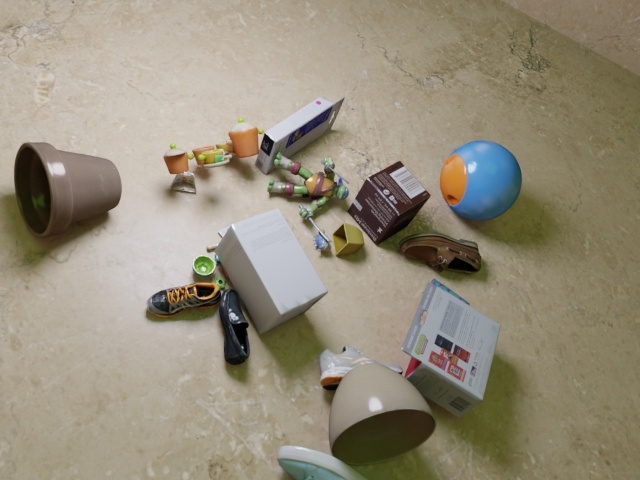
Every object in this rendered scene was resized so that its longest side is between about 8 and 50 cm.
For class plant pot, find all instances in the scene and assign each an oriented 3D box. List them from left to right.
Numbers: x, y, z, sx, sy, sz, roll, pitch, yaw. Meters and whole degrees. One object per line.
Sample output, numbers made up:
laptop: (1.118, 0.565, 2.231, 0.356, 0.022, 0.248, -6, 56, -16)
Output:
plant pot: (-0.705, -0.150, 1.627, 0.229, 0.263, 0.263, -13, 63, -47)
plant pot: (0.098, -0.001, 1.901, 0.083, 0.081, 0.082, 7, 57, -30)
plant pot: (0.144, 0.445, 1.537, 0.283, 0.284, 0.191, 2, 42, -18)

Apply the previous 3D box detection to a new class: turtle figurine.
turtle figurine: (-0.036, -0.181, 1.882, 0.266, 0.198, 0.275, 17, 42, 0)

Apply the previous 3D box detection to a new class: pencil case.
pencil case: (0.419, 0.194, 1.899, 0.151, 0.064, 0.070, 35, 39, 4)

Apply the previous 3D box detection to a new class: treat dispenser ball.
treat dispenser ball: (0.578, -0.216, 2.074, 0.288, 0.288, 0.288, 9, 57, -14)

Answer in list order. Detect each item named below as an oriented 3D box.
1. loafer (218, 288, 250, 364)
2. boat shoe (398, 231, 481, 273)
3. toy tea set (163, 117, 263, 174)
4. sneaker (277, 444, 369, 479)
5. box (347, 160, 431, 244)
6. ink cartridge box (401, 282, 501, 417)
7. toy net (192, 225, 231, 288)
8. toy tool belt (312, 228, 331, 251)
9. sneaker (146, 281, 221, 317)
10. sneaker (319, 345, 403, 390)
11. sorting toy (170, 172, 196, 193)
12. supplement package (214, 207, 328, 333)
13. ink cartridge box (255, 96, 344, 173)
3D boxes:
loafer: (-0.236, 0.238, 1.619, 0.076, 0.078, 0.223, 24, 47, -49)
boat shoe: (0.419, 0.048, 1.962, 0.307, 0.111, 0.105, 5, 57, -16)
toy tea set: (-0.340, -0.306, 1.809, 0.336, 0.199, 0.124, -31, 117, -50)
sneaker: (0.037, 0.652, 1.435, 0.365, 0.135, 0.150, 29, 51, 1)
box: (0.230, -0.126, 1.946, 0.167, 0.203, 0.168, -31, 73, -32)
ink cartridge box: (0.375, 0.321, 1.739, 0.271, 0.130, 0.309, 32, 45, 2)
toy net: (-0.294, 0.037, 1.754, 0.122, 0.045, 0.232, 29, 54, 0)
toy tool belt: (0.000, 0.000, 1.879, 0.051, 0.052, 0.083, -5, 60, -32)
sneaker: (-0.384, 0.157, 1.624, 0.214, 0.083, 0.084, -10, 65, -23)
sneaker: (0.117, 0.360, 1.673, 0.262, 0.099, 0.121, 6, 47, -22)
sorting toy: (-0.433, -0.192, 1.828, 0.083, 0.075, 0.045, 8, 57, -16)
supplement package: (-0.149, 0.090, 1.669, 0.177, 0.175, 0.293, -22, 75, -36)
ink cartridge box: (-0.070, -0.387, 2.017, 0.069, 0.176, 0.371, 44, 55, 11)
